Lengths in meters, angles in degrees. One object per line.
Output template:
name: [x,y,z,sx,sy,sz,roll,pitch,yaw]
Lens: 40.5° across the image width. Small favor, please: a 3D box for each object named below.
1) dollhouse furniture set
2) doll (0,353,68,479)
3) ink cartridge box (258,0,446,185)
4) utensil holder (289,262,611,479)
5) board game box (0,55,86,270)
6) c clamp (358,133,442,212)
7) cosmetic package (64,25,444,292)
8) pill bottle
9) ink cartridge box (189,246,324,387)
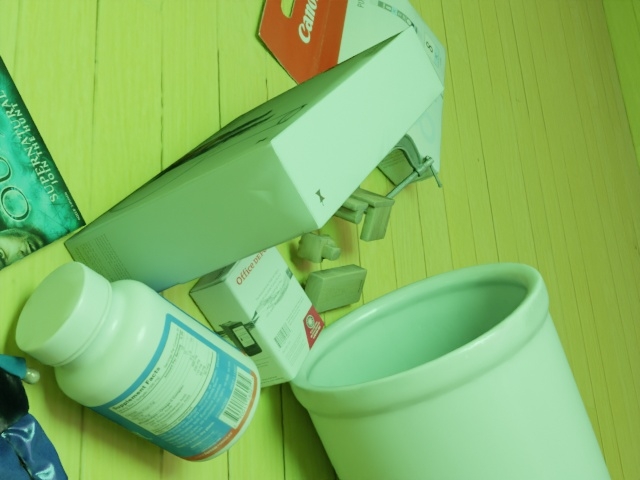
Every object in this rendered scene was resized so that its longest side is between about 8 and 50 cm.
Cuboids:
dollhouse furniture set: [0.000,0.000,1.210,0.144,0.123,0.151,-8,116,-56]
doll: [-0.276,0.154,0.720,0.189,0.046,0.129,64,33,-12]
ink cartridge box: [0.071,-0.320,1.414,0.385,0.091,0.308,43,43,-38]
utensil holder: [0.183,0.269,1.077,0.327,0.327,0.386,-37,106,-55]
board game box: [-0.307,-0.073,0.805,0.126,0.026,0.186,-40,108,-55]
c clamp: [0.115,-0.095,1.357,0.160,0.022,0.137,-36,123,-16]
cosmetic package: [-0.054,-0.088,0.944,0.098,0.284,0.377,61,34,-15]
pill bottle: [-0.170,0.114,0.822,0.221,0.124,0.124,42,43,-36]
ink cartridge box: [-0.072,0.081,1.033,0.151,0.063,0.109,58,36,-18]
